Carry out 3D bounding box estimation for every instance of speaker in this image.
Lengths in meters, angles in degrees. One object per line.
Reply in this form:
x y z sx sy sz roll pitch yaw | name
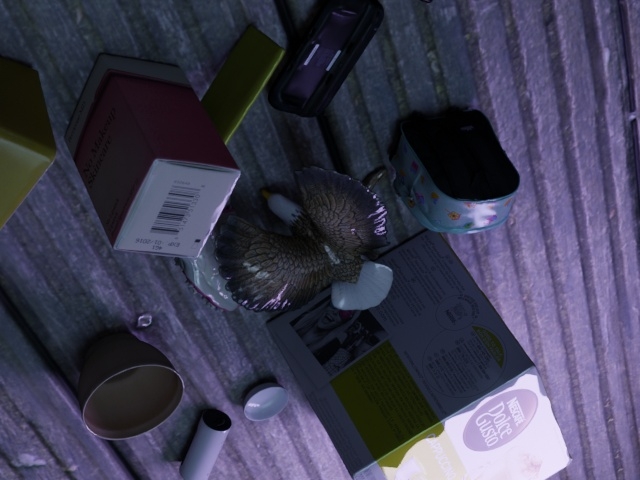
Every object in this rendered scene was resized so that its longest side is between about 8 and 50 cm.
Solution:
-0.198 0.355 2.352 0.055 0.055 0.136 0 130 -32 | speaker

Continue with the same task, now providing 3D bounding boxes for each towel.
-0.130 -0.168 1.813 0.021 0.102 0.237 26 102 -40 | towel

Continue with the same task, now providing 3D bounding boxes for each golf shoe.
-0.163 -0.005 1.983 0.140 0.115 0.306 -37 140 0 | golf shoe

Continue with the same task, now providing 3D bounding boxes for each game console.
0.037 -0.319 1.850 0.213 0.044 0.361 14 121 -38 | game console

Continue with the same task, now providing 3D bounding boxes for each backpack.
0.205 -0.092 2.064 0.166 0.188 0.144 -9 134 -26 | backpack

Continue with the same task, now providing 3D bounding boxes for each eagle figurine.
-0.010 -0.004 1.996 0.225 0.298 0.226 8 96 10 | eagle figurine

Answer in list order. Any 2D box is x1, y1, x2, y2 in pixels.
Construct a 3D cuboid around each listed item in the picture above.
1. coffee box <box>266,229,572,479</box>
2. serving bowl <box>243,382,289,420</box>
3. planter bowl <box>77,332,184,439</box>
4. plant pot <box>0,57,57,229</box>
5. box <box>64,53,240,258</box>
0.169 0.256 2.266 0.334 0.338 0.337 -31 140 -2 | coffee box
-0.098 0.273 2.354 0.083 0.027 0.083 -18 137 -17 | serving bowl
-0.303 0.213 2.106 0.162 0.109 0.162 -17 136 -17 | planter bowl
-0.462 -0.120 1.626 0.187 0.212 0.212 29 112 -33 | plant pot
-0.220 -0.109 1.748 0.127 0.232 0.148 6 126 -35 | box
